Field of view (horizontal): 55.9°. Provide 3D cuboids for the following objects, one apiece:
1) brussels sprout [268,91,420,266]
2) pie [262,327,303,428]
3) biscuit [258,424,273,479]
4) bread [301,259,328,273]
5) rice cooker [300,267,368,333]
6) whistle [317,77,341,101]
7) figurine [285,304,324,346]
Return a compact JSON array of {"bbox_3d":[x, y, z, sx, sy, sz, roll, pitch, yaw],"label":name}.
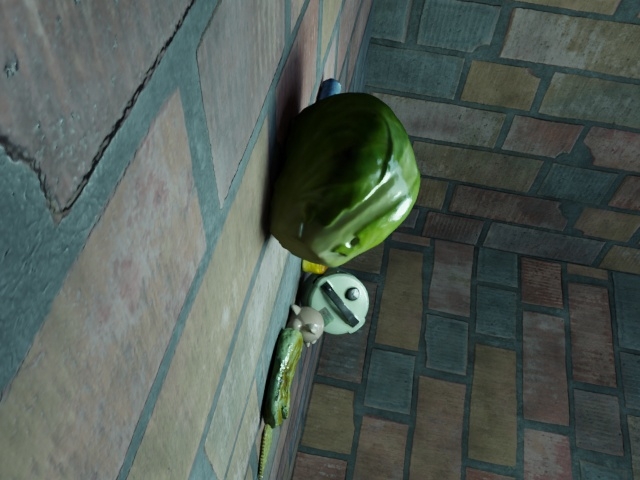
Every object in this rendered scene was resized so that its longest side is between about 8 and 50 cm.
[{"bbox_3d":[0.045,-0.134,1.281,0.276,0.315,0.371,46,57,-55],"label":"brussels sprout"},{"bbox_3d":[-0.111,0.407,1.809,0.302,0.067,0.302,11,90,-83],"label":"pie"},{"bbox_3d":[-0.169,0.633,1.904,0.144,0.016,0.203,-70,169,-60],"label":"biscuit"},{"bbox_3d":[0.000,0.000,2.071,0.102,0.095,0.245,82,18,-57],"label":"bread"},{"bbox_3d":[0.045,0.211,2.092,0.244,0.226,0.225,-167,-93,-74],"label":"rice cooker"},{"bbox_3d":[0.002,-0.302,1.625,0.062,0.062,0.304,91,11,-63],"label":"whistle"},{"bbox_3d":[-0.050,0.271,1.939,0.138,0.125,0.125,66,34,-63],"label":"figurine"}]
